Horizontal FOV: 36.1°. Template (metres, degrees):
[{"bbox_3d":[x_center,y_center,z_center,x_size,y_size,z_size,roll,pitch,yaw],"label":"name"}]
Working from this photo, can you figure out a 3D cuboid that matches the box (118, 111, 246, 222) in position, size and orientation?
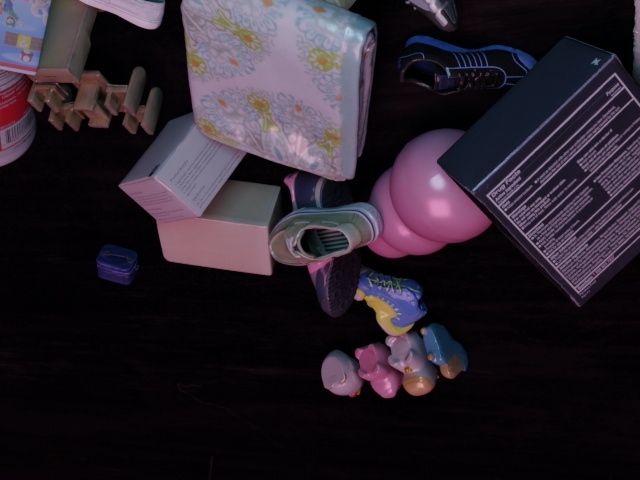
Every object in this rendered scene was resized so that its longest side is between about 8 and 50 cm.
[{"bbox_3d":[-0.260,-0.141,1.874,0.119,0.181,0.182,44,156,-23],"label":"box"}]

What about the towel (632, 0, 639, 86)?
[{"bbox_3d":[0.566,-0.314,1.480,0.187,0.049,0.282,2,136,20],"label":"towel"}]

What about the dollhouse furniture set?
[{"bbox_3d":[-0.435,-0.325,1.848,0.212,0.160,0.242,4,159,18],"label":"dollhouse furniture set"}]

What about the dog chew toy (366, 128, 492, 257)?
[{"bbox_3d":[0.186,-0.066,1.803,0.207,0.206,0.332,33,146,-14],"label":"dog chew toy"}]

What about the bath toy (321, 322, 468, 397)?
[{"bbox_3d":[0.161,0.293,2.262,0.348,0.151,0.129,-19,161,37],"label":"bath toy"}]

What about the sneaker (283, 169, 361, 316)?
[{"bbox_3d":[0.000,0.000,1.985,0.131,0.112,0.318,17,122,38],"label":"sneaker"}]

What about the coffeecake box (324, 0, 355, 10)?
[{"bbox_3d":[-0.039,-0.433,1.537,0.186,0.068,0.142,13,145,44],"label":"coffeecake box"}]

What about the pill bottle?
[{"bbox_3d":[-0.652,-0.342,1.812,0.229,0.229,0.407,17,139,4],"label":"pill bottle"}]

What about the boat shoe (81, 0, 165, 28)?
[{"bbox_3d":[-0.360,-0.434,1.722,0.184,0.066,0.063,27,125,-4],"label":"boat shoe"}]

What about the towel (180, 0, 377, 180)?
[{"bbox_3d":[-0.073,-0.266,1.621,0.321,0.090,0.374,20,147,11],"label":"towel"}]

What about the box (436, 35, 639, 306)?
[{"bbox_3d":[0.403,-0.113,1.573,0.296,0.182,0.294,-44,115,6],"label":"box"}]

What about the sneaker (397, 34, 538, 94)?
[{"bbox_3d":[0.241,-0.275,1.624,0.232,0.090,0.081,10,138,12],"label":"sneaker"}]

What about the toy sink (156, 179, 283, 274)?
[{"bbox_3d":[-0.203,-0.037,2.038,0.234,0.131,0.152,7,138,8],"label":"toy sink"}]

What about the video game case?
[{"bbox_3d":[-0.540,-0.430,1.621,0.204,0.285,0.025,5,-164,-38],"label":"video game case"}]

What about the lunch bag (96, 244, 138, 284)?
[{"bbox_3d":[-0.471,0.055,2.296,0.099,0.067,0.065,13,139,7],"label":"lunch bag"}]

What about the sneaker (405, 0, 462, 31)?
[{"bbox_3d":[0.120,-0.413,1.541,0.132,0.086,0.228,-17,117,42],"label":"sneaker"}]

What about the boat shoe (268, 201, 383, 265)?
[{"bbox_3d":[-0.014,-0.008,1.836,0.302,0.094,0.109,-17,98,50],"label":"boat shoe"}]

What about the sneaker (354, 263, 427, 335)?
[{"bbox_3d":[0.141,0.095,2.094,0.126,0.091,0.240,-30,120,21],"label":"sneaker"}]
